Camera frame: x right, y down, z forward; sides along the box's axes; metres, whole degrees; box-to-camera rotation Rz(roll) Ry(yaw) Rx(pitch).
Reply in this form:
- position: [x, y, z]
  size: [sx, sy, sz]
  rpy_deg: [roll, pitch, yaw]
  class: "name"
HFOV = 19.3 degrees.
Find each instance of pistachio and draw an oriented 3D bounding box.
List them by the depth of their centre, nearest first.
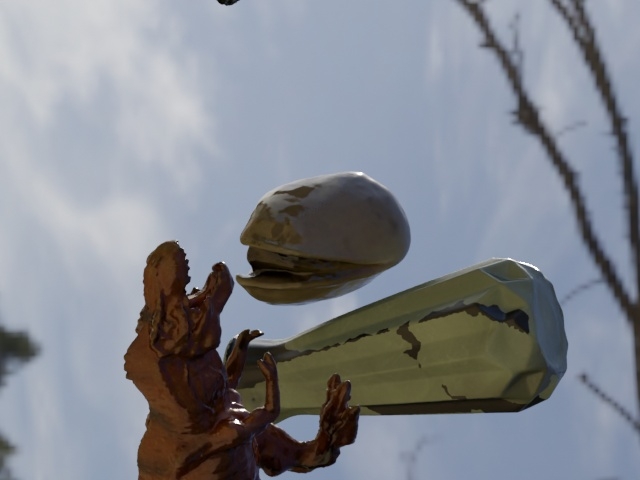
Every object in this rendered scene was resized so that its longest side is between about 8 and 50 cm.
- position: [0.000, 0.000, 2.083]
  size: [0.153, 0.238, 0.138]
  rpy_deg: [22, -61, 45]
  class: "pistachio"

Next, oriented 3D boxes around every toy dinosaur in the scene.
- position: [-0.055, 0.191, 1.301]
  size: [0.097, 0.208, 0.432]
  rpy_deg: [-128, -142, -55]
  class: "toy dinosaur"

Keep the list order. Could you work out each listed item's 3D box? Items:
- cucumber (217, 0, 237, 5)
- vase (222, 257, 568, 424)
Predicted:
- position: [-0.041, -0.350, 2.267]
  size: [0.300, 0.072, 0.072]
  rpy_deg: [-14, -102, 55]
  class: "cucumber"
- position: [0.077, 0.126, 2.022]
  size: [0.360, 0.165, 0.165]
  rpy_deg: [-13, -105, 23]
  class: "vase"
